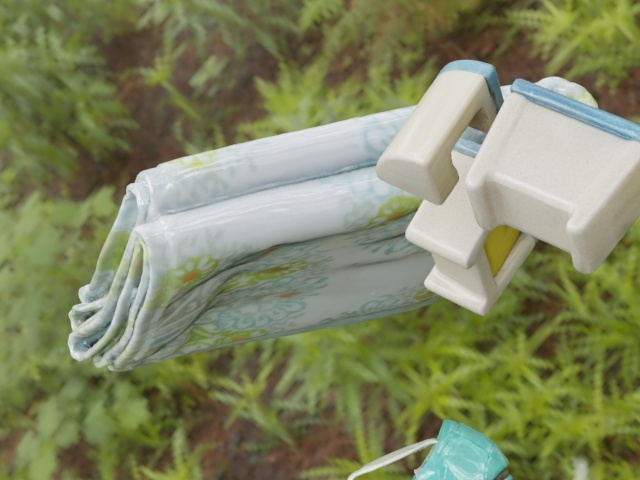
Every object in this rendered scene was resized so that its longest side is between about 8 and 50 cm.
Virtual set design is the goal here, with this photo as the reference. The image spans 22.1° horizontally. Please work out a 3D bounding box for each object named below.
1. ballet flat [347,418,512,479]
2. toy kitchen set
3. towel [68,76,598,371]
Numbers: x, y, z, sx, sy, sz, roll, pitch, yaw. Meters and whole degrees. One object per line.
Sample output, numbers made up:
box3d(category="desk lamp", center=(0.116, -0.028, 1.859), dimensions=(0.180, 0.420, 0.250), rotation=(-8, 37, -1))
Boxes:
box3d(category="ballet flat", center=(0.035, 0.231, 1.280), dimensions=(0.247, 0.087, 0.083), rotation=(-41, -9, -5))
box3d(category="toy kitchen set", center=(0.154, -0.017, 0.842), dimensions=(0.207, 0.166, 0.122), rotation=(26, 70, 28))
box3d(category="towel", center=(0.000, 0.000, 1.294), dimensions=(0.320, 0.374, 0.090), rotation=(130, 123, -65))
